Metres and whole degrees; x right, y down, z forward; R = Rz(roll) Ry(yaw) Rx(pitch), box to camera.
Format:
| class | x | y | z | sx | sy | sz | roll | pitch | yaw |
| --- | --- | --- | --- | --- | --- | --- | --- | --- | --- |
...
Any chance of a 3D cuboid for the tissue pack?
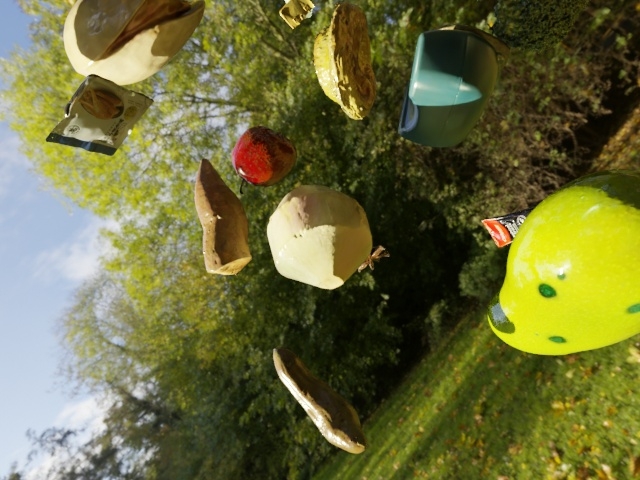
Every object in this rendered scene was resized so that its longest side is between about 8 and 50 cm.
| class | x | y | z | sx | sy | sz | roll | pitch | yaw |
| --- | --- | --- | --- | --- | --- | --- | --- | --- | --- |
| tissue pack | 0.312 | -0.359 | 1.132 | 0.287 | 0.206 | 0.198 | 85 | -163 | -71 |

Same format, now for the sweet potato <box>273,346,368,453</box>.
| class | x | y | z | sx | sy | sz | roll | pitch | yaw |
| --- | --- | --- | --- | --- | --- | --- | --- | --- | --- |
| sweet potato | -0.003 | 0.213 | 0.625 | 0.054 | 0.182 | 0.053 | -19 | -39 | -46 |

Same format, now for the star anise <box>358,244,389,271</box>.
| class | x | y | z | sx | sy | sz | roll | pitch | yaw |
| --- | --- | --- | --- | --- | --- | --- | --- | --- | --- |
| star anise | 0.162 | 0.053 | 1.562 | 0.141 | 0.042 | 0.141 | -14 | -35 | -10 |

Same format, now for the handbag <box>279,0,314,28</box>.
| class | x | y | z | sx | sy | sz | roll | pitch | yaw |
| --- | --- | --- | --- | --- | --- | --- | --- | --- | --- |
| handbag | -0.065 | -0.630 | 1.264 | 0.083 | 0.061 | 0.027 | -46 | 26 | 9 |

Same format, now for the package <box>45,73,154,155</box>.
| class | x | y | z | sx | sy | sz | roll | pitch | yaw |
| --- | --- | --- | --- | --- | --- | --- | --- | --- | --- |
| package | -0.452 | -0.252 | 0.959 | 0.173 | 0.027 | 0.171 | -48 | -15 | 16 |

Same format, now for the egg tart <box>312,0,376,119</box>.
| class | x | y | z | sx | sy | sz | roll | pitch | yaw |
| --- | --- | --- | --- | --- | --- | --- | --- | --- | --- |
| egg tart | 0.090 | -0.682 | 1.790 | 0.443 | 0.178 | 0.442 | 0 | -90 | -68 |

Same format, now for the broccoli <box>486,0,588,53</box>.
| class | x | y | z | sx | sy | sz | roll | pitch | yaw |
| --- | --- | --- | --- | --- | --- | --- | --- | --- | --- |
| broccoli | 0.515 | -0.663 | 1.125 | 0.249 | 0.302 | 0.374 | -29 | -48 | -64 |

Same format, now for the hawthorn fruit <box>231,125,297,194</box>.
| class | x | y | z | sx | sy | sz | roll | pitch | yaw |
| --- | --- | --- | --- | --- | --- | --- | --- | --- | --- |
| hawthorn fruit | -0.160 | -0.204 | 1.218 | 0.194 | 0.157 | 0.157 | -52 | -10 | 9 |

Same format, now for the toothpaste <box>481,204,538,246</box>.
| class | x | y | z | sx | sy | sz | roll | pitch | yaw |
| --- | --- | --- | --- | --- | --- | --- | --- | --- | --- |
| toothpaste | 0.422 | -0.037 | 0.933 | 0.045 | 0.071 | 0.194 | -40 | 10 | -37 |

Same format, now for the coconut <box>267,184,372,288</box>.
| class | x | y | z | sx | sy | sz | roll | pitch | yaw |
| --- | --- | --- | --- | --- | --- | --- | --- | --- | --- |
| coconut | 0.000 | 0.000 | 1.119 | 0.259 | 0.259 | 0.259 | -49 | -10 | -11 |

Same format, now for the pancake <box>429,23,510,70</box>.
| class | x | y | z | sx | sy | sz | roll | pitch | yaw |
| --- | --- | --- | --- | --- | --- | --- | --- | --- | --- |
| pancake | 0.373 | -0.492 | 1.219 | 0.222 | 0.237 | 0.042 | 57 | -137 | -70 |

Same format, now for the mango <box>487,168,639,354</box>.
| class | x | y | z | sx | sy | sz | roll | pitch | yaw |
| --- | --- | --- | --- | --- | --- | --- | --- | --- | --- |
| mango | 0.293 | 0.045 | 0.526 | 0.293 | 0.176 | 0.142 | 99 | -172 | -52 |

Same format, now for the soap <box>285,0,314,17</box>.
| class | x | y | z | sx | sy | sz | roll | pitch | yaw |
| --- | --- | --- | --- | --- | --- | --- | --- | --- | --- |
| soap | -0.096 | -0.803 | 1.456 | 0.064 | 0.198 | 0.114 | -30 | 8 | -3 |

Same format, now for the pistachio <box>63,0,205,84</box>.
| class | x | y | z | sx | sy | sz | roll | pitch | yaw |
| --- | --- | --- | --- | --- | --- | --- | --- | --- | --- |
| pistachio | -0.384 | -0.431 | 0.937 | 0.300 | 0.187 | 0.187 | -24 | 1 | 22 |

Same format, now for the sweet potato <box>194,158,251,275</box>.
| class | x | y | z | sx | sy | sz | roll | pitch | yaw |
| --- | --- | --- | --- | --- | --- | --- | --- | --- | --- |
| sweet potato | -0.264 | -0.073 | 1.238 | 0.131 | 0.336 | 0.131 | -12 | -17 | -4 |
